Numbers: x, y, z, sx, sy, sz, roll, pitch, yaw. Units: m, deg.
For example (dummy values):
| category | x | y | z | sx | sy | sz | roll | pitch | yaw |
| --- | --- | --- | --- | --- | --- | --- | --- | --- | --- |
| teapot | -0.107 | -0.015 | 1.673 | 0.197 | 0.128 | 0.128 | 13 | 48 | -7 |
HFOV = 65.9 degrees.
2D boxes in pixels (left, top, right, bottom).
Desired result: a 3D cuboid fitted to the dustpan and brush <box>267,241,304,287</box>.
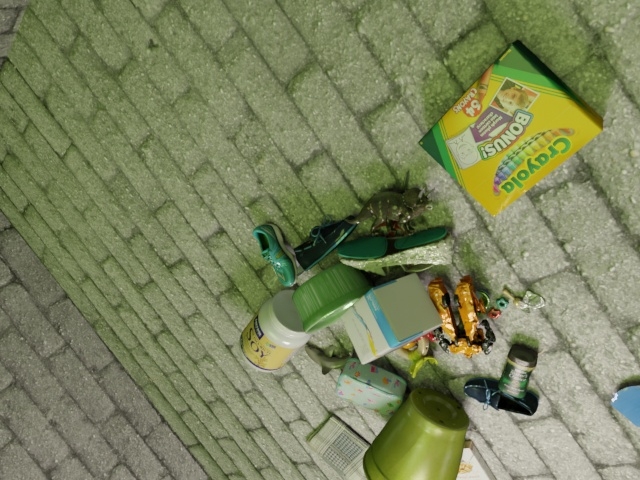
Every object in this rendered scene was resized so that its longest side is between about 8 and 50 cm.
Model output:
| category | x | y | z | sx | sy | sz | roll | pitch | yaw |
| --- | --- | --- | --- | --- | --- | --- | --- | --- | --- |
| dustpan and brush | -0.156 | 0.125 | 2.036 | 0.147 | 0.060 | 0.211 | 42 | 129 | 5 |

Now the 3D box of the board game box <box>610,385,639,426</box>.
| category | x | y | z | sx | sy | sz | roll | pitch | yaw |
| --- | --- | --- | --- | --- | --- | --- | --- | --- | --- |
| board game box | 1.013 | 0.513 | 1.557 | 0.169 | 0.033 | 0.133 | 40 | 124 | 0 |

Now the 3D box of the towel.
| category | x | y | z | sx | sy | sz | roll | pitch | yaw |
| --- | --- | --- | --- | --- | --- | --- | --- | --- | --- |
| towel | 0.102 | 1.015 | 2.381 | 0.312 | 0.056 | 0.324 | 38 | 130 | 8 |

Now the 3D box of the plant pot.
| category | x | y | z | sx | sy | sz | roll | pitch | yaw |
| --- | --- | --- | --- | --- | --- | --- | --- | --- | --- |
| plant pot | 0.390 | 0.776 | 1.892 | 0.366 | 0.366 | 0.353 | 24 | 109 | 18 |

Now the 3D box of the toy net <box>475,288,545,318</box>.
| category | x | y | z | sx | sy | sz | roll | pitch | yaw |
| --- | --- | --- | --- | --- | --- | --- | --- | --- | --- |
| toy net | 0.612 | 0.217 | 1.626 | 0.232 | 0.045 | 0.122 | 2 | 116 | 30 |

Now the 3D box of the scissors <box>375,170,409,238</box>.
| category | x | y | z | sx | sy | sz | roll | pitch | yaw |
| --- | --- | --- | --- | --- | --- | --- | --- | --- | --- |
| scissors | 0.276 | -0.095 | 1.679 | 0.109 | 0.021 | 0.297 | 34 | 127 | 12 |

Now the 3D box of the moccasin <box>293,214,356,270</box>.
| category | x | y | z | sx | sy | sz | roll | pitch | yaw |
| --- | --- | --- | --- | --- | --- | --- | --- | --- | --- |
| moccasin | 0.000 | 0.000 | 1.824 | 0.117 | 0.138 | 0.342 | 51 | 129 | 3 |

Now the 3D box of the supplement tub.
| category | x | y | z | sx | sy | sz | roll | pitch | yaw |
| --- | --- | --- | --- | --- | --- | --- | --- | --- | --- |
| supplement tub | -0.179 | 0.381 | 2.076 | 0.241 | 0.241 | 0.331 | 41 | 130 | 5 |

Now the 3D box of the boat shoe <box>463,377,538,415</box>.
| category | x | y | z | sx | sy | sz | roll | pitch | yaw |
| --- | --- | --- | --- | --- | --- | --- | --- | --- | --- |
| boat shoe | 0.640 | 0.560 | 1.773 | 0.258 | 0.089 | 0.109 | -1 | 115 | 32 |

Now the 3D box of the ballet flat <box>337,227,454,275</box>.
| category | x | y | z | sx | sy | sz | roll | pitch | yaw |
| --- | --- | --- | --- | --- | --- | --- | --- | --- | --- |
| ballet flat | 0.253 | 0.058 | 1.672 | 0.409 | 0.147 | 0.147 | -8 | 111 | 24 |

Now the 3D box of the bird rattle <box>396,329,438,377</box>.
| category | x | y | z | sx | sy | sz | roll | pitch | yaw |
| --- | --- | --- | --- | --- | --- | --- | --- | --- | --- |
| bird rattle | 0.344 | 0.369 | 1.831 | 0.207 | 0.143 | 0.253 | 20 | 123 | 41 |

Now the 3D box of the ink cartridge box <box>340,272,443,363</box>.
| category | x | y | z | sx | sy | sz | roll | pitch | yaw |
| --- | --- | --- | --- | --- | --- | --- | --- | --- | --- |
| ink cartridge box | 0.234 | 0.272 | 1.696 | 0.197 | 0.198 | 0.270 | 64 | 148 | 18 |

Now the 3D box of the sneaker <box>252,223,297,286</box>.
| category | x | y | z | sx | sy | sz | roll | pitch | yaw |
| --- | --- | --- | --- | --- | --- | --- | --- | --- | --- |
| sneaker | -0.186 | 0.063 | 1.947 | 0.107 | 0.110 | 0.275 | -35 | 79 | 33 |

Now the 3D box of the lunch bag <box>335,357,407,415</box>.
| category | x | y | z | sx | sy | sz | roll | pitch | yaw |
| --- | --- | --- | --- | --- | --- | --- | --- | --- | --- |
| lunch bag | 0.201 | 0.603 | 2.026 | 0.279 | 0.108 | 0.224 | 20 | 141 | 11 |

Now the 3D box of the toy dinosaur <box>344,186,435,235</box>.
| category | x | y | z | sx | sy | sz | roll | pitch | yaw |
| --- | --- | --- | --- | --- | --- | --- | --- | --- | --- |
| toy dinosaur | 0.236 | -0.101 | 1.630 | 0.313 | 0.121 | 0.160 | 2 | 105 | 29 |

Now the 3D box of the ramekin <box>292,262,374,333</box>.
| category | x | y | z | sx | sy | sz | roll | pitch | yaw |
| --- | --- | --- | --- | --- | --- | --- | --- | --- | --- |
| ramekin | 0.044 | 0.203 | 1.805 | 0.303 | 0.303 | 0.148 | -43 | 69 | 40 |

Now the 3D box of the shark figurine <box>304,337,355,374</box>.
| category | x | y | z | sx | sy | sz | roll | pitch | yaw |
| --- | --- | --- | --- | --- | --- | --- | --- | --- | --- |
| shark figurine | 0.056 | 0.522 | 2.098 | 0.278 | 0.116 | 0.166 | -16 | 108 | 39 |

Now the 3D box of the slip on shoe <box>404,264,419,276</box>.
| category | x | y | z | sx | sy | sz | roll | pitch | yaw |
| --- | --- | --- | --- | --- | --- | --- | --- | --- | --- |
| slip on shoe | 0.317 | 0.111 | 1.744 | 0.041 | 0.051 | 0.135 | 29 | 125 | 8 |

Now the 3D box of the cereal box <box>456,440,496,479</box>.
| category | x | y | z | sx | sy | sz | roll | pitch | yaw |
| --- | --- | --- | --- | --- | --- | --- | --- | --- | --- |
| cereal box | 0.600 | 0.939 | 2.036 | 0.173 | 0.047 | 0.240 | -27 | 100 | 39 |

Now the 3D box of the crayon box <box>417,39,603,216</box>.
| category | x | y | z | sx | sy | sz | roll | pitch | yaw |
| --- | --- | --- | --- | --- | --- | --- | --- | --- | --- |
| crayon box | 0.509 | -0.297 | 1.361 | 0.313 | 0.106 | 0.363 | 45 | 130 | 2 |

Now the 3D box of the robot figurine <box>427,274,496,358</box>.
| category | x | y | z | sx | sy | sz | roll | pitch | yaw |
| --- | --- | --- | --- | --- | --- | --- | --- | --- | --- |
| robot figurine | 0.470 | 0.262 | 1.655 | 0.211 | 0.085 | 0.291 | -7 | 112 | 35 |

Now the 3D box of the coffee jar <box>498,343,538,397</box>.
| category | x | y | z | sx | sy | sz | roll | pitch | yaw |
| --- | --- | --- | --- | --- | --- | --- | --- | --- | --- |
| coffee jar | 0.677 | 0.446 | 1.692 | 0.096 | 0.079 | 0.184 | 17 | 123 | 23 |
